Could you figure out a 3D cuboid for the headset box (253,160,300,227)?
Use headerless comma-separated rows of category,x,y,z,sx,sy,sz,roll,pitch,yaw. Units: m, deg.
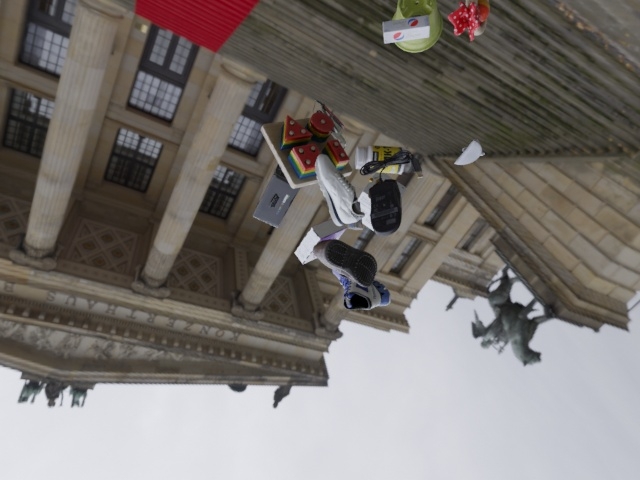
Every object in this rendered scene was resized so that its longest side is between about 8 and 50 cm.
headset box,-0.182,-0.232,2.027,0.131,0.246,0.283,25,-147,-13

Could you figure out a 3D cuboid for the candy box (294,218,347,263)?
candy box,0.000,0.000,1.928,0.164,0.196,0.070,-24,-111,-39

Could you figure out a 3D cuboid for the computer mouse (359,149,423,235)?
computer mouse,0.228,-0.141,1.339,0.060,0.184,0.262,34,-139,-54

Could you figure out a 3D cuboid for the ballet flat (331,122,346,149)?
ballet flat,0.047,-0.614,2.534,0.146,0.147,0.409,20,-158,-23

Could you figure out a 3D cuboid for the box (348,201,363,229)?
box,0.169,-0.128,2.234,0.038,0.145,0.186,-7,177,18

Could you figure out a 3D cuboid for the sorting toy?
sorting toy,-0.033,-0.331,1.550,0.257,0.089,0.256,-18,-108,-33

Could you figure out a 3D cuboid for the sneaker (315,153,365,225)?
sneaker,0.060,-0.163,1.392,0.235,0.094,0.090,66,-148,-14

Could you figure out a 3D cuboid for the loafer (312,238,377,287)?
loafer,0.105,0.079,1.839,0.130,0.134,0.366,15,164,45

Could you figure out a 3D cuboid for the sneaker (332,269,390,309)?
sneaker,0.151,0.209,2.043,0.182,0.128,0.315,-20,-134,-40

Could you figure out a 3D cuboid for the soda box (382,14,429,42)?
soda box,0.406,-1.000,2.127,0.215,0.069,0.074,-3,161,12

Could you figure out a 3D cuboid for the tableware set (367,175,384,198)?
tableware set,0.287,-0.250,2.294,0.024,0.103,0.154,138,117,-82

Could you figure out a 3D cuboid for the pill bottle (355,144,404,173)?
pill bottle,0.262,-0.361,1.992,0.208,0.119,0.119,2,-150,-3

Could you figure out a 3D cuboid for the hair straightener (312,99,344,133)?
hair straightener,0.026,-0.634,2.304,0.230,0.089,0.047,54,174,16

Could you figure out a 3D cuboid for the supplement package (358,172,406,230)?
supplement package,0.328,-0.226,2.590,0.198,0.263,0.199,34,-118,3

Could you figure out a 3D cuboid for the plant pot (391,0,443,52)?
plant pot,0.487,-1.142,2.269,0.276,0.276,0.254,36,-174,9

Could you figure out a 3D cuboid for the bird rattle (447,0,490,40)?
bird rattle,0.521,-0.775,1.489,0.143,0.254,0.206,-4,169,35

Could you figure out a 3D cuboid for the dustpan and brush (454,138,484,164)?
dustpan and brush,0.755,-0.430,2.208,0.211,0.147,0.060,6,-136,-34
